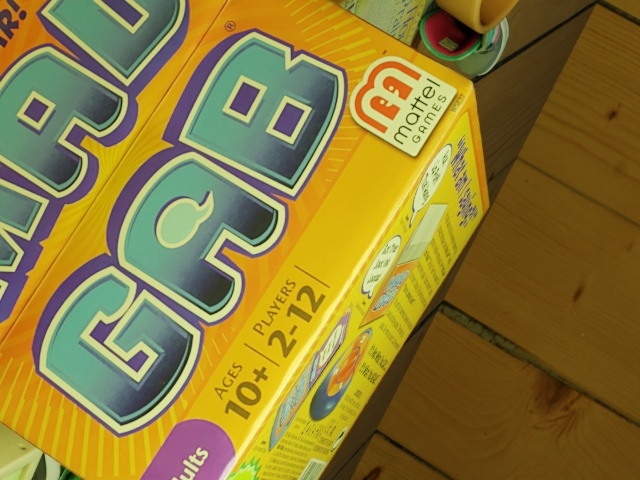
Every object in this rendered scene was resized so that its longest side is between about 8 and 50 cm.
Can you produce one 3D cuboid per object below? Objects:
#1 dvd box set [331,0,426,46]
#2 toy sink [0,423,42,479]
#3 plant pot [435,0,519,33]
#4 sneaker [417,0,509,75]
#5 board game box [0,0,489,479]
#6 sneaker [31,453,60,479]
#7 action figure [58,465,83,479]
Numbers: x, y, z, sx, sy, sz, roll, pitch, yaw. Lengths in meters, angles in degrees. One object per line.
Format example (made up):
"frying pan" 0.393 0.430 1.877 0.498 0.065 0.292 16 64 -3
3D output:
"dvd box set" -0.007 -0.197 1.638 0.420 0.062 0.308 -42 160 -45
"toy sink" -0.373 0.269 1.234 0.234 0.131 0.153 -63 165 21
"plant pot" 0.164 -0.406 1.502 0.291 0.203 0.291 -55 168 -18
"sneaker" 0.220 -0.322 2.055 0.178 0.123 0.296 -56 159 -32
"board game box" -0.112 -0.009 1.068 0.356 0.356 0.356 -57 166 -5
"sneaker" -0.358 0.286 1.385 0.153 0.101 0.269 -47 165 -47
"action figure" -0.297 0.296 1.728 0.232 0.063 0.137 -60 164 -9
